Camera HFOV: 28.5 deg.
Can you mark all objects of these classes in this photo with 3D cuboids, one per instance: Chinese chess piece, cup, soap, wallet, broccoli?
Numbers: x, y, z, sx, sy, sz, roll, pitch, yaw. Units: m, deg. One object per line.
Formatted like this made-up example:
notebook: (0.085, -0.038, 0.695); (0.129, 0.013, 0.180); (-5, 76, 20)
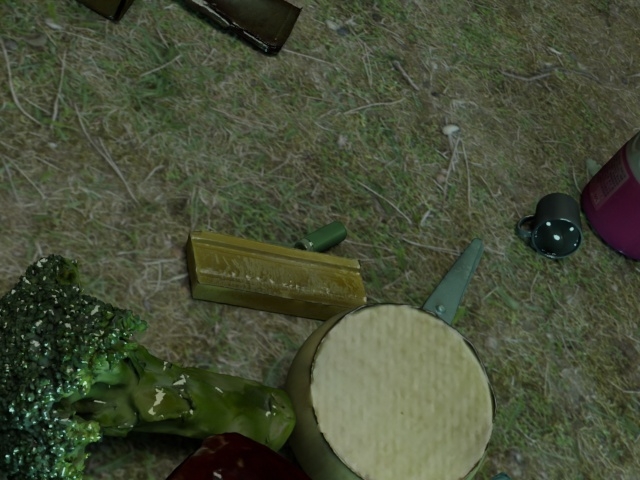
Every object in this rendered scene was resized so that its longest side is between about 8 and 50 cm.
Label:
Chinese chess piece: (0.082, 0.200, 1.507); (0.257, 0.104, 0.257); (10, 62, -19)
cup: (0.357, -0.026, 1.964); (0.100, 0.078, 0.077); (3, 38, 8)
soap: (-0.055, 0.048, 1.643); (0.252, 0.037, 0.092); (11, 47, -25)
wallet: (-0.158, -0.386, 1.966); (0.255, 0.031, 0.137); (30, 43, -7)
broccoli: (-0.193, 0.172, 1.345); (0.361, 0.221, 0.252); (24, 8, -14)

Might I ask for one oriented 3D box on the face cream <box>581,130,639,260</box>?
face cream: (0.549, -0.089, 2.048); (0.175, 0.195, 0.175); (19, 44, -19)

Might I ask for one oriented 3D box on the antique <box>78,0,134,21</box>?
antique: (-0.396, -0.442, 1.808); (0.310, 0.093, 0.087); (30, 42, -8)

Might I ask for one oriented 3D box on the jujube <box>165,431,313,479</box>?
jujube: (-0.029, 0.337, 1.260); (0.318, 0.223, 0.223); (44, 42, 2)

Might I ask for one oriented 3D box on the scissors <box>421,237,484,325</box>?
scissors: (0.146, 0.121, 1.716); (0.192, 0.029, 0.447); (37, 42, 1)

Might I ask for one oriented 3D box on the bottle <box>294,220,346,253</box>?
bottle: (0.000, 0.000, 1.726); (0.083, 0.030, 0.030); (-27, 71, -44)

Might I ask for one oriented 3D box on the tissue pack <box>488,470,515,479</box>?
tissue pack: (0.175, 0.392, 1.445); (0.263, 0.089, 0.177); (-18, 58, -43)
